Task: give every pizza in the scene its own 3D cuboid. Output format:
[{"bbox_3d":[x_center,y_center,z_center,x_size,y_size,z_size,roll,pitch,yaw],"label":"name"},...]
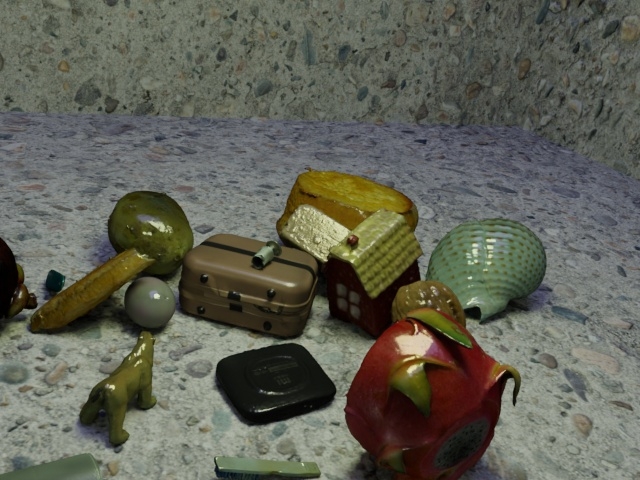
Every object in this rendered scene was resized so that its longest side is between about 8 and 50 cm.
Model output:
[{"bbox_3d":[-0.465,0.087,1.546,0.280,0.075,0.288,-32,10,5],"label":"pizza"}]

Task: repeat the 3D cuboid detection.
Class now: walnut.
[{"bbox_3d":[0.237,0.177,1.536,0.155,0.155,0.184,-11,73,-37],"label":"walnut"}]

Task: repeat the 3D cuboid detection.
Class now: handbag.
[{"bbox_3d":[-0.149,0.084,1.641,0.301,0.149,0.283,11,22,11],"label":"handbag"}]

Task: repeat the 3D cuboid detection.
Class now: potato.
[{"bbox_3d":[-0.422,-0.028,1.760,0.210,0.173,0.307,18,14,-17],"label":"potato"}]

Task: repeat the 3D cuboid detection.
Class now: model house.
[{"bbox_3d":[0.118,0.057,1.593,0.160,0.254,0.196,30,56,32],"label":"model house"}]

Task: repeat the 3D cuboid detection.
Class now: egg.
[{"bbox_3d":[-0.363,0.131,1.508,0.103,0.103,0.135,-7,24,-31],"label":"egg"}]

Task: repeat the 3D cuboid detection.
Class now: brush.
[{"bbox_3d":[-0.569,0.090,1.545,0.032,0.043,0.193,17,-7,-30],"label":"brush"},{"bbox_3d":[-0.086,0.372,1.145,0.178,0.030,0.033,11,14,-22],"label":"brush"}]

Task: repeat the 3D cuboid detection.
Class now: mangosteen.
[{"bbox_3d":[-0.679,0.088,1.389,0.265,0.228,0.228,30,5,-40],"label":"mangosteen"}]

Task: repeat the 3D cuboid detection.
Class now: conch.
[{"bbox_3d":[0.421,0.053,1.832,0.303,0.215,0.319,8,20,26],"label":"conch"}]

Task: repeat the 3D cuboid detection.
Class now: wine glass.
[{"bbox_3d":[-0.118,0.033,1.548,0.039,0.042,0.083,-23,13,29],"label":"wine glass"}]

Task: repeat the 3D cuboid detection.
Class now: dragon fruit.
[{"bbox_3d":[0.183,0.272,1.164,0.290,0.291,0.189,-11,31,-38],"label":"dragon fruit"}]

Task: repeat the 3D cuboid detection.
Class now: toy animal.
[{"bbox_3d":[-0.343,0.248,1.248,0.103,0.101,0.219,12,23,12],"label":"toy animal"}]

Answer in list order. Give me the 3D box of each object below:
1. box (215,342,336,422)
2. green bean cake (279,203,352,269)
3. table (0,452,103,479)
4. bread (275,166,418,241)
[{"bbox_3d":[-0.087,0.265,1.369,0.212,0.042,0.201,-7,29,-30],"label":"box"},{"bbox_3d":[0.000,0.000,1.710,0.179,0.085,0.109,35,75,16],"label":"green bean cake"},{"bbox_3d":[-0.401,0.366,0.923,0.220,0.126,0.126,-7,27,-31],"label":"table"},{"bbox_3d":[0.087,-0.038,1.919,0.398,0.215,0.398,12,21,-5],"label":"bread"}]
